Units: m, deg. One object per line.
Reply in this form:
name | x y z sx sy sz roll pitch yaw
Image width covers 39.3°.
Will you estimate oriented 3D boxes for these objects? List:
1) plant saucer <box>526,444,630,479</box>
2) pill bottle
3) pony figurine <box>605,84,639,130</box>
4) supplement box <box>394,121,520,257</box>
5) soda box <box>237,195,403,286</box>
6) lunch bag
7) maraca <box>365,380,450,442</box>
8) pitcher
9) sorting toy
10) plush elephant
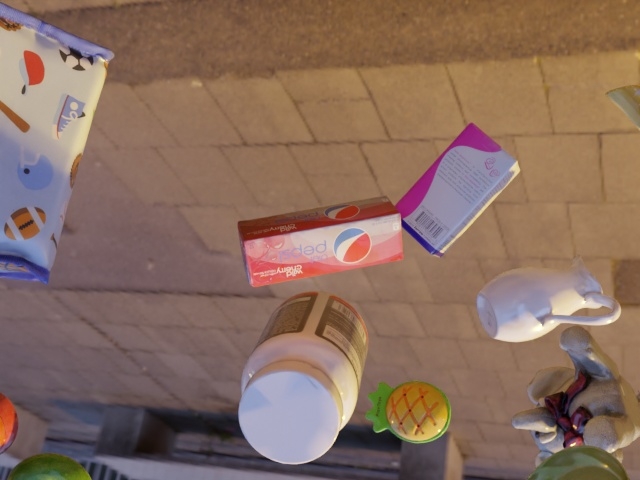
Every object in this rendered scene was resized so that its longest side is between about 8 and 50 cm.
plant saucer | 0.384 0.430 1.353 0.037 0.241 0.241 32 148 -24
pill bottle | -0.029 0.243 1.639 0.210 0.210 0.363 6 -164 7
pony figurine | 0.606 -0.072 1.274 0.351 0.363 0.303 -11 176 -6
supplement box | 0.243 -0.088 1.613 0.111 0.220 0.114 44 -172 15
soda box | 0.000 0.000 1.486 0.263 0.083 0.092 -11 116 -9
lunch bag | -0.473 -0.118 1.225 0.239 0.328 0.385 22 166 -36
maraca | 0.183 0.357 1.877 0.186 0.127 0.099 2 165 25
pitcher | 0.392 0.112 1.547 0.207 0.178 0.125 -16 116 -11
sorting toy | -0.405 0.363 1.242 0.365 0.127 0.126 49 -174 -14
plush elephant | 0.528 0.368 1.889 0.255 0.272 0.330 -28 145 30
